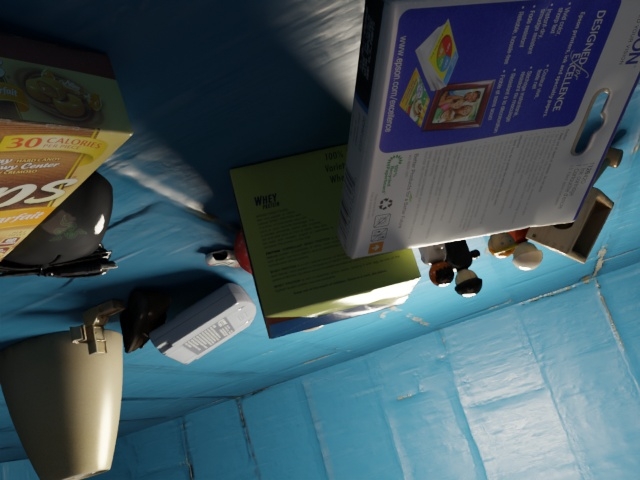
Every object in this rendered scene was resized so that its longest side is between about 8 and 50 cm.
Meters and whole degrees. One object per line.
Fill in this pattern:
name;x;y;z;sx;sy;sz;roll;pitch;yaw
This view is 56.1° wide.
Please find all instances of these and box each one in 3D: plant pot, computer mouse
plant pot;-0.527;0.356;1.256;0.256;0.274;0.256;-14;160;-5
computer mouse;-0.328;0.002;0.745;0.188;0.072;0.272;-3;157;-32

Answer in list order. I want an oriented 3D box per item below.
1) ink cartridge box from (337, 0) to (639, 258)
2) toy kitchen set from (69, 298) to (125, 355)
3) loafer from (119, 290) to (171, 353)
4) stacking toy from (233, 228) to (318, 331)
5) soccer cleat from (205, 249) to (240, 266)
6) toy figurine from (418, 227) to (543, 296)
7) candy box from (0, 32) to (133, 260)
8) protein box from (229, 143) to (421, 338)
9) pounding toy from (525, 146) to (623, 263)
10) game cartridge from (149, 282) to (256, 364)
ink cartridge box;0.181;-0.128;0.647;0.307;0.072;0.303;-11;134;-18
toy kitchen set;-0.404;0.158;1.095;0.075;0.083;0.068;-23;160;19
loafer;-0.336;0.161;1.161;0.078;0.080;0.220;-5;157;-29
stacking toy;-0.062;0.059;1.044;0.141;0.141;0.330;-19;157;7
soccer cleat;-0.155;0.029;1.027;0.083;0.029;0.035;1;159;-29
toy figurine;0.306;0.013;1.173;0.213;0.148;0.209;-27;159;28
candy box;-0.334;-0.057;0.528;0.316;0.087;0.183;-29;166;35
protein box;0.000;0.000;0.808;0.200;0.201;0.136;-14;161;-8
pounding toy;0.458;-0.079;1.086;0.181;0.094;0.206;14;102;-52
game cartridge;-0.228;0.173;1.236;0.198;0.062;0.297;-36;168;-12
